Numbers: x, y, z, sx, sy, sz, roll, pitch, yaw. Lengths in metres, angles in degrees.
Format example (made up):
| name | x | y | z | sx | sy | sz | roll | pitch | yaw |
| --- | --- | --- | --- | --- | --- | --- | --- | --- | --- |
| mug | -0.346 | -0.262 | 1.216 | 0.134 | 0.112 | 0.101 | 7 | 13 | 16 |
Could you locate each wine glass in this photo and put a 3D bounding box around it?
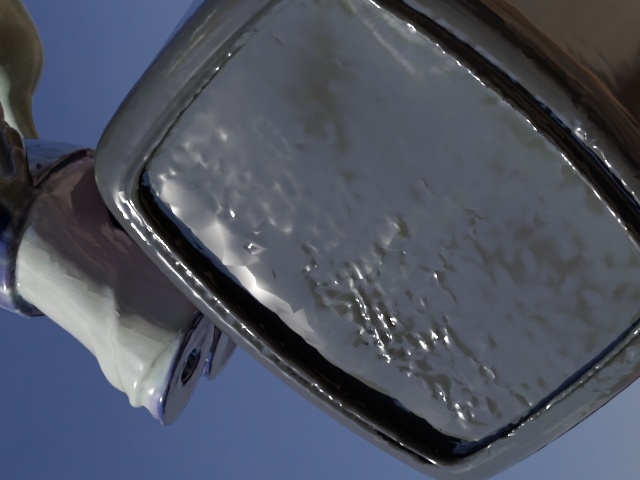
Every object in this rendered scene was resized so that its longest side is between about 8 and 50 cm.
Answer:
| name | x | y | z | sx | sy | sz | roll | pitch | yaw |
| --- | --- | --- | --- | --- | --- | --- | --- | --- | --- |
| wine glass | -0.309 | -0.143 | 1.487 | 0.321 | 0.143 | 0.143 | 58 | -168 | 17 |

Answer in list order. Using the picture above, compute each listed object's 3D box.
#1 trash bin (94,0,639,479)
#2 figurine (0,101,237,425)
| name | x | y | z | sx | sy | sz | roll | pitch | yaw |
| --- | --- | --- | --- | --- | --- | --- | --- | --- | --- |
| trash bin | 0.054 | -0.071 | 0.563 | 0.209 | 0.182 | 0.290 | 42 | -148 | -10 |
| figurine | -0.160 | -0.023 | 0.572 | 0.274 | 0.133 | 0.194 | 37 | -144 | 30 |
